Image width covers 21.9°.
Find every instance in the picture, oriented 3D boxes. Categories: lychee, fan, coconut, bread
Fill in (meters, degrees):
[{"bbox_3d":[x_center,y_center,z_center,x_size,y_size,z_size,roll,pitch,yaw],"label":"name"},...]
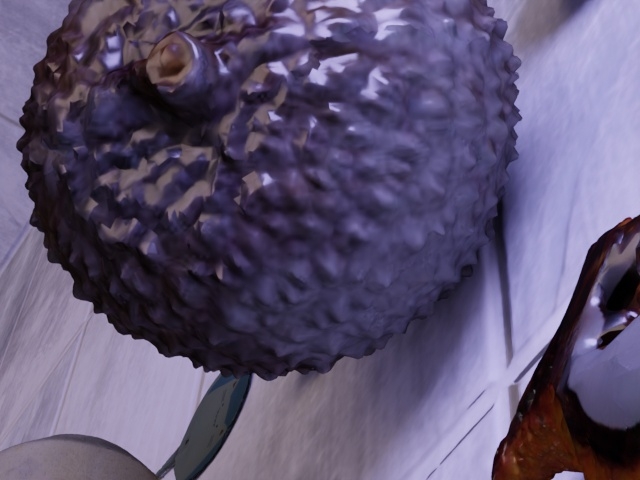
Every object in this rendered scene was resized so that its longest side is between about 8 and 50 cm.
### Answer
[{"bbox_3d":[-0.019,-0.055,0.946,0.300,0.300,0.300,-54,16,23],"label":"lychee"},{"bbox_3d":[-0.100,0.156,1.302,0.175,0.005,0.113,-48,19,39],"label":"fan"},{"bbox_3d":[-0.175,0.225,1.132,0.161,0.161,0.162,-49,20,36],"label":"coconut"},{"bbox_3d":[0.136,0.043,0.595,0.139,0.095,0.269,-60,0,-8],"label":"bread"}]
